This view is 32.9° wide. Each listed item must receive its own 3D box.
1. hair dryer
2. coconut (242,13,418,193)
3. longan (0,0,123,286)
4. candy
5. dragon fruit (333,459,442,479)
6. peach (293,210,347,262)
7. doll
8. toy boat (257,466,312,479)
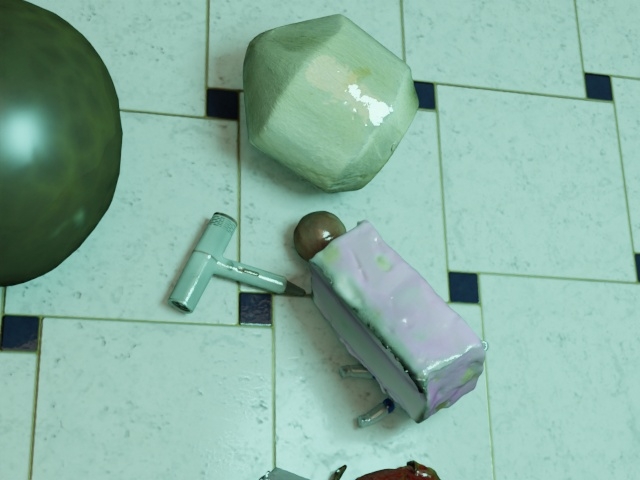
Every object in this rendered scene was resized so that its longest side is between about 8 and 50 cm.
[{"bbox_3d":[-0.108,0.065,1.573,0.183,0.044,0.155,29,67,-6],"label":"hair dryer"},{"bbox_3d":[0.002,-0.210,1.600,0.265,0.237,0.237,32,65,0],"label":"coconut"},{"bbox_3d":[-0.438,-0.131,1.390,0.404,0.336,0.405,12,63,-24],"label":"longan"},{"bbox_3d":[0.098,0.115,1.510,0.115,0.155,0.265,-35,64,-16],"label":"candy"},{"bbox_3d":[0.124,0.400,1.449,0.218,0.148,0.224,1,69,-14],"label":"dragon fruit"},{"bbox_3d":[0.001,-0.002,1.604,0.083,0.083,0.083,5,69,-13],"label":"peach"},{"bbox_3d":[0.148,0.198,1.585,0.227,0.057,0.114,-18,69,-11],"label":"doll"},{"bbox_3d":[-0.012,0.441,1.404,0.206,0.096,0.282,-44,83,-1],"label":"toy boat"}]
